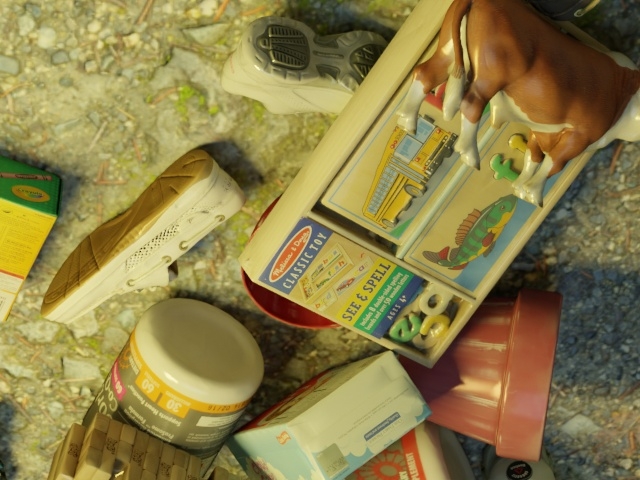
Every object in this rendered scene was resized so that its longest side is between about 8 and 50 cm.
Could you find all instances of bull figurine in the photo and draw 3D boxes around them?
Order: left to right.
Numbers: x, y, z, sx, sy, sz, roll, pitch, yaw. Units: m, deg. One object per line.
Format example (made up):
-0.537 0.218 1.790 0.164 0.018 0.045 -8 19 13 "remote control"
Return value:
0.224 -0.139 1.653 0.310 0.101 0.188 27 95 -32 "bull figurine"

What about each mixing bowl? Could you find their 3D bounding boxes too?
0.000 0.000 1.857 0.181 0.098 0.181 -2 128 -3 "mixing bowl"

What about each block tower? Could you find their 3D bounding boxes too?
-0.142 0.313 1.873 0.335 0.097 0.091 25 123 -13 "block tower"

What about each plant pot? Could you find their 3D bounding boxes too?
0.184 0.148 1.940 0.180 0.201 0.201 9 127 8 "plant pot"

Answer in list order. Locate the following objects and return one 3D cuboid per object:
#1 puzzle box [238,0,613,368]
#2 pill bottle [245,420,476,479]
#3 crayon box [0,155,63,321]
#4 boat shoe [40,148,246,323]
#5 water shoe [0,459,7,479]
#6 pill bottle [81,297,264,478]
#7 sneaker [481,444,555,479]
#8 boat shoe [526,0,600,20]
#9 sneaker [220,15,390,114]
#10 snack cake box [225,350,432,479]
0.133 -0.078 1.748 0.272 0.052 0.409 27 104 -33 "puzzle box"
0.015 0.368 2.067 0.363 0.210 0.210 -23 126 11 "pill bottle"
-0.443 -0.033 1.803 0.278 0.081 0.165 20 122 -19 "crayon box"
-0.198 0.018 1.853 0.277 0.098 0.096 -38 120 20 "boat shoe"
-0.430 0.280 2.062 0.080 0.073 0.203 4 134 -35 "water shoe"
-0.192 0.215 1.964 0.162 0.162 0.278 19 123 -19 "pill bottle"
0.289 0.417 2.172 0.122 0.146 0.330 -19 128 8 "sneaker"
0.314 -0.352 1.602 0.324 0.116 0.097 -48 137 10 "boat shoe"
-0.003 -0.171 1.749 0.232 0.090 0.115 15 155 -29 "sneaker"
0.003 0.215 1.899 0.152 0.264 0.089 -34 92 -20 "snack cake box"
